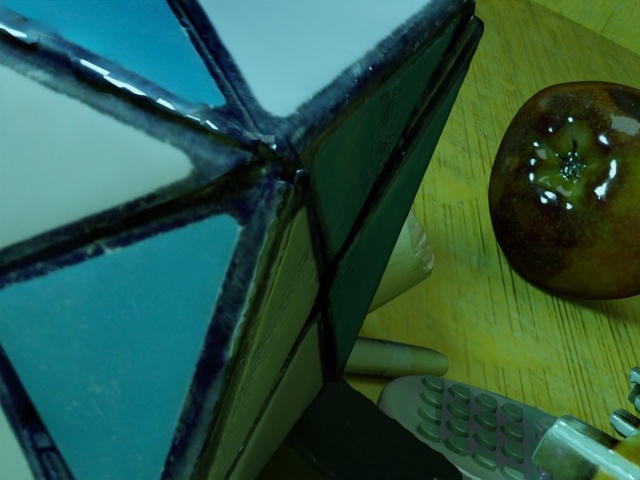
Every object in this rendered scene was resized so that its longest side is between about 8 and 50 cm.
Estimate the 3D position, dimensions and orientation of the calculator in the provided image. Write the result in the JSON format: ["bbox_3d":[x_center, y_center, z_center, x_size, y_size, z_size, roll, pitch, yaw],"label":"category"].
[{"bbox_3d":[0.177,0.182,1.340,0.298,0.041,0.185,25,19,-4],"label":"calculator"}]

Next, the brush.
[{"bbox_3d":[-0.009,0.129,1.188,0.197,0.059,0.123,38,23,29],"label":"brush"}]

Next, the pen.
[{"bbox_3d":[0.013,0.086,1.382,0.233,0.032,0.040,11,1,-45],"label":"pen"}]

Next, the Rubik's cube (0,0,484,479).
[{"bbox_3d":[-0.122,-0.037,0.995,0.310,0.305,0.307,29,29,11],"label":"Rubik's cube"}]

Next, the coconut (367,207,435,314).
[{"bbox_3d":[0.000,0.000,1.416,0.147,0.152,0.147,61,4,-7],"label":"coconut"}]

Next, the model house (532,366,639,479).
[{"bbox_3d":[0.206,0.210,1.022,0.215,0.224,0.198,33,19,17],"label":"model house"}]

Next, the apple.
[{"bbox_3d":[0.274,-0.050,1.802,0.230,0.230,0.230,25,19,-9],"label":"apple"}]
